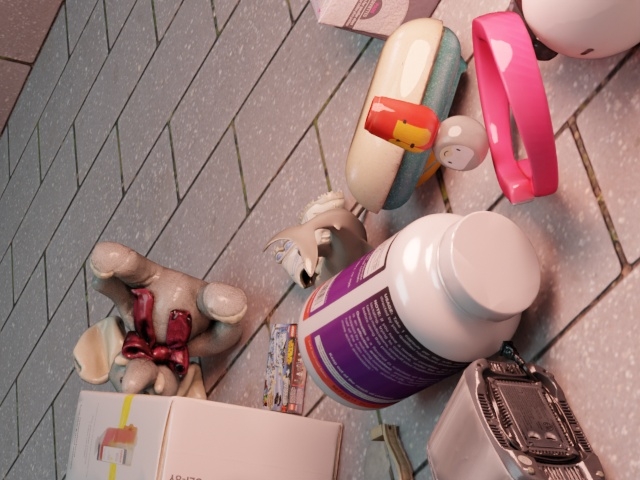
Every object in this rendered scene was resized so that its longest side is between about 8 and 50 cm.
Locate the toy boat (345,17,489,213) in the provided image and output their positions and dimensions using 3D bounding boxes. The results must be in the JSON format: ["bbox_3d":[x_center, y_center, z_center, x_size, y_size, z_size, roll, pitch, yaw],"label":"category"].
[{"bbox_3d":[0.127,-0.147,1.708,0.318,0.148,0.267,-87,16,-80],"label":"toy boat"}]

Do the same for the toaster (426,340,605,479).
[{"bbox_3d":[0.201,0.234,1.466,0.146,0.129,0.227,-63,33,33],"label":"toaster"}]

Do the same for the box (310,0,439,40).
[{"bbox_3d":[0.098,-0.415,1.856,0.247,0.163,0.142,-58,35,35],"label":"box"}]

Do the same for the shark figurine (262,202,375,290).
[{"bbox_3d":[0.039,0.009,1.858,0.116,0.278,0.166,40,88,18],"label":"shark figurine"}]

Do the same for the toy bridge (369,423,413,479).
[{"bbox_3d":[0.096,0.328,1.740,0.063,0.026,0.188,-38,49,51],"label":"toy bridge"}]

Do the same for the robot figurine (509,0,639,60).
[{"bbox_3d":[0.282,-0.325,1.475,0.209,0.174,0.278,64,-171,-49],"label":"robot figurine"}]

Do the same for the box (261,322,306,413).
[{"bbox_3d":[-0.052,0.196,2.069,0.094,0.027,0.137,-8,73,63],"label":"box"}]

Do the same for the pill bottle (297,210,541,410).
[{"bbox_3d":[0.118,0.082,1.620,0.323,0.182,0.181,-36,50,53],"label":"pill bottle"}]

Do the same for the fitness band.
[{"bbox_3d":[0.217,-0.153,1.513,0.291,0.054,0.209,-88,-12,-79],"label":"fitness band"}]

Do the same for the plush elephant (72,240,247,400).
[{"bbox_3d":[-0.280,0.176,2.271,0.330,0.272,0.255,93,-162,-81],"label":"plush elephant"}]

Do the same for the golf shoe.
[{"bbox_3d":[0.000,0.000,2.025,0.086,0.069,0.176,58,137,26],"label":"golf shoe"}]

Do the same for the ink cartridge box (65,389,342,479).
[{"bbox_3d":[-0.180,0.320,1.998,0.385,0.279,0.160,-8,72,61],"label":"ink cartridge box"}]
